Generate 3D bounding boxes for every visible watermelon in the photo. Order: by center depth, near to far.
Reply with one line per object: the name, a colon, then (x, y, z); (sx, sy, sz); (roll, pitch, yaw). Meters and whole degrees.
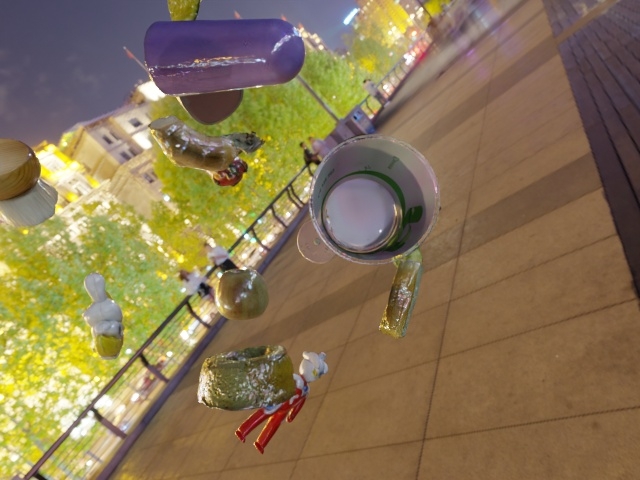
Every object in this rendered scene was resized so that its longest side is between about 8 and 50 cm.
watermelon: (-0.509, -0.919, 1.481); (0.129, 0.301, 0.123); (-21, 35, -30)

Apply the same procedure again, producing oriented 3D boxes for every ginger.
ginger: (-0.264, -0.197, 0.853); (0.069, 0.190, 0.095); (6, 84, 65)

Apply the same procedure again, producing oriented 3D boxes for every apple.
apple: (-0.370, 0.249, 1.916); (0.256, 0.234, 0.257); (-5, 4, 0)

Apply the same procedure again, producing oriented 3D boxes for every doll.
doll: (-0.681, 0.253, 1.284); (0.111, 0.237, 0.252); (-7, -27, -15)
doll: (-0.111, 0.535, 1.390); (0.099, 0.188, 0.384); (25, 68, 41)

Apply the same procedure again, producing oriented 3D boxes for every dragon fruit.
dragon fruit: (-0.461, -0.371, 1.899); (0.198, 0.269, 0.200); (-26, -1, -26)

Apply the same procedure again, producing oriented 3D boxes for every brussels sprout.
brussels sprout: (0.361, 0.047, 1.749); (0.144, 0.181, 0.161); (-24, 15, -23)

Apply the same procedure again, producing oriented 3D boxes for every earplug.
earplug: (-0.264, -0.540, 1.197); (0.456, 0.215, 0.215); (4, 31, 16)

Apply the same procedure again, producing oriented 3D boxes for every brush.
brush: (-0.793, -0.123, 0.962); (0.266, 0.174, 0.166); (-14, -39, -21)

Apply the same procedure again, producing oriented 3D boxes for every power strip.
power strip: (0.000, 0.000, 1.377); (0.154, 0.154, 0.078); (-40, -5, 22)

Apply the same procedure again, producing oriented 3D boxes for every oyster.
oyster: (-0.338, -0.352, 1.562); (0.294, 0.094, 0.166); (16, 38, 33)

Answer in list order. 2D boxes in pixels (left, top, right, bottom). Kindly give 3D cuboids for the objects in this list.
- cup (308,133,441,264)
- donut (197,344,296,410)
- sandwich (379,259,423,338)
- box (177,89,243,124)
cup: (0.099, -0.071, 0.895); (0.253, 0.253, 0.274); (-46, -2, -4)
donut: (-0.183, 0.331, 1.038); (0.272, 0.107, 0.272); (-2, -2, 0)
sandwich: (0.269, 0.189, 1.331); (0.226, 0.087, 0.251); (34, -109, -71)
box: (-0.518, -0.689, 1.784); (0.301, 0.216, 0.301); (-29, -36, -24)
